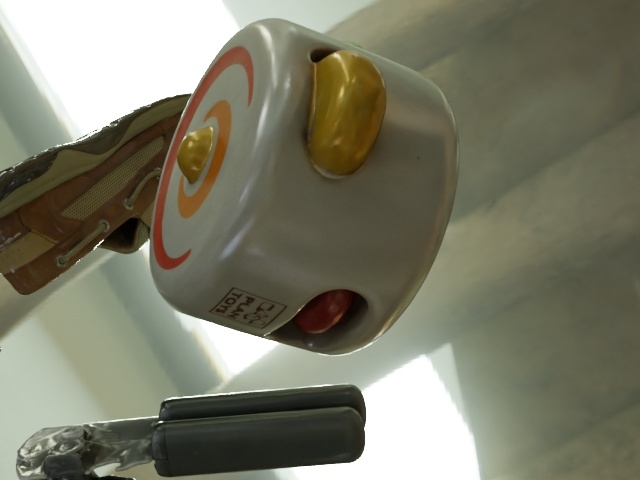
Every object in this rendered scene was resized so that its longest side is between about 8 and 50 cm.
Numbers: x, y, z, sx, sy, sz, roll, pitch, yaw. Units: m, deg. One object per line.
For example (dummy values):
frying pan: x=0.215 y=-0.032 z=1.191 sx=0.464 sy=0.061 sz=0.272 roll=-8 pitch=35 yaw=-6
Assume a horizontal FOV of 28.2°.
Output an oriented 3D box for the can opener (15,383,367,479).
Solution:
can opener: x=-0.102 y=0.176 z=1.012 sx=0.076 sy=0.283 sz=0.095 roll=-81 pitch=-15 yaw=-69

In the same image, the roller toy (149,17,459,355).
roller toy: x=-0.019 y=-0.033 z=0.790 sx=0.146 sy=0.209 sz=0.191 roll=18 pitch=-79 yaw=-23

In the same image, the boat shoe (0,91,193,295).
boat shoe: x=-0.199 y=-0.043 z=1.189 sx=0.324 sy=0.123 sz=0.120 roll=-34 pitch=-79 yaw=-49
